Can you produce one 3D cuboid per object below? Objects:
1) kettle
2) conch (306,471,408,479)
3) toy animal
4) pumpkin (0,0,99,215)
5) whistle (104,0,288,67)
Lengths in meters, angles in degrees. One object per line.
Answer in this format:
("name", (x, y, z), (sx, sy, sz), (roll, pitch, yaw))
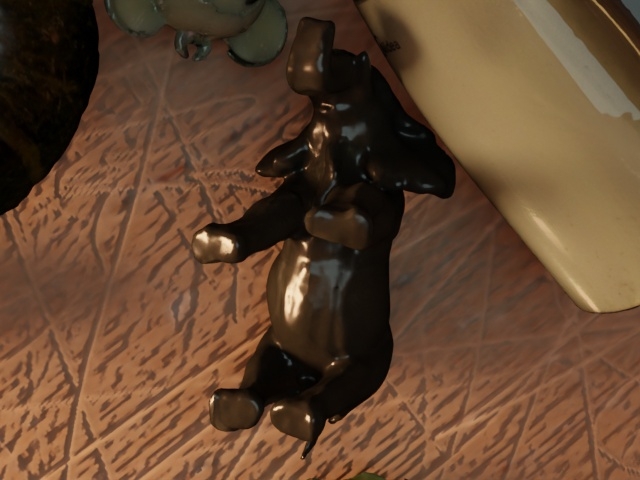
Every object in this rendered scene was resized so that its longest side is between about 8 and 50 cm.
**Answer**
("kettle", (0.138, -0.097, 0.663), (0.161, 0.221, 0.236), (-41, 101, -4))
("conch", (0.054, 0.234, 0.769), (0.095, 0.079, 0.201), (-10, 90, -26))
("toy animal", (-0.005, -0.003, 0.694), (0.114, 0.146, 0.245), (23, 114, 18))
("pumpkin", (-0.222, -0.103, 0.642), (0.223, 0.157, 0.224), (3, 81, -18))
("whistle", (-0.046, -0.215, 0.698), (0.114, 0.077, 0.236), (11, 92, -29))
